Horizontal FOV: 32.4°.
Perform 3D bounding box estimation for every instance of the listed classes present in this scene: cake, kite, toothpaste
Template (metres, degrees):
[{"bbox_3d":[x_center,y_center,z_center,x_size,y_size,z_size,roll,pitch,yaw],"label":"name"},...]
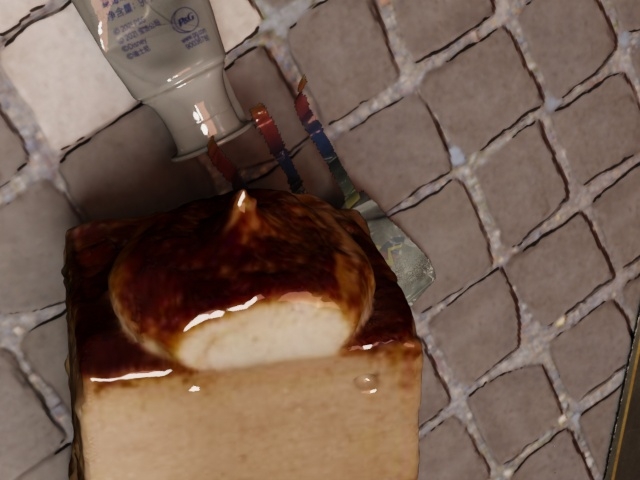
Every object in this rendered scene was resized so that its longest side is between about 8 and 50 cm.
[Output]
[{"bbox_3d":[-0.056,0.085,0.632,0.196,0.199,0.293,-6,120,-11],"label":"cake"},{"bbox_3d":[-0.001,-0.001,0.741,0.141,0.015,0.245,-41,136,-15],"label":"kite"},{"bbox_3d":[-0.119,-0.177,0.658,0.096,0.061,0.266,-28,106,-15],"label":"toothpaste"}]

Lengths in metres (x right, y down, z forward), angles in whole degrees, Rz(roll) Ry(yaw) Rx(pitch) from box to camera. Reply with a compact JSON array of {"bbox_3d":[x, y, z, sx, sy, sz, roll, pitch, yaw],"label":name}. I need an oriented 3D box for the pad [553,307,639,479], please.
[{"bbox_3d":[0.335,0.205,0.959,0.315,0.063,0.375,2,102,-25],"label":"pad"}]
